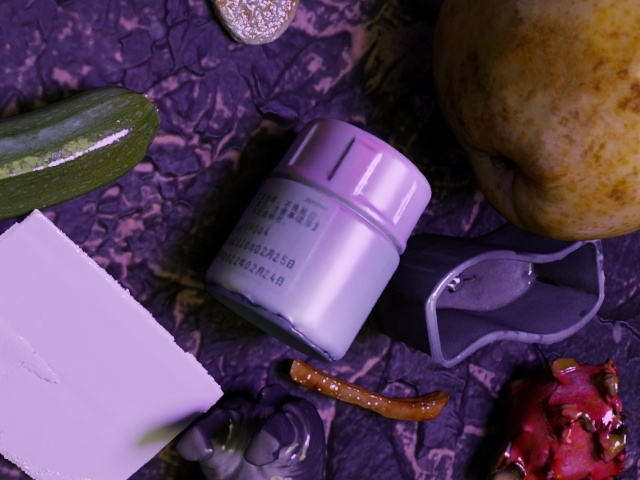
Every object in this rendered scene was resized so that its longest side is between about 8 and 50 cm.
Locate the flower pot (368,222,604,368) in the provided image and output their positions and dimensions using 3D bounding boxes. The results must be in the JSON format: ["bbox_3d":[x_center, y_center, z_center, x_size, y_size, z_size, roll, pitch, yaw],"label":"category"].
[{"bbox_3d":[0.157,0.045,0.944,0.229,0.108,0.103,-9,104,-32],"label":"flower pot"}]

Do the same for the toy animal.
[{"bbox_3d":[-0.054,0.291,0.832,0.168,0.106,0.343,-39,130,-64],"label":"toy animal"}]

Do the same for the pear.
[{"bbox_3d":[0.245,-0.141,0.855,0.304,0.304,0.303,-8,104,-34],"label":"pear"}]

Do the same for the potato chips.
[{"bbox_3d":[0.046,0.145,0.937,0.204,0.026,0.037,19,85,-35],"label":"potato chips"}]

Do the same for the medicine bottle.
[{"bbox_3d":[0.000,0.000,0.809,0.135,0.135,0.168,39,78,-34],"label":"medicine bottle"}]

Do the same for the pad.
[{"bbox_3d":[-0.193,0.099,0.740,0.156,0.004,0.232,-40,124,-3],"label":"pad"}]

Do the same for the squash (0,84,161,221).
[{"bbox_3d":[-0.212,-0.055,0.691,0.219,0.068,0.077,-19,132,-31],"label":"squash"}]

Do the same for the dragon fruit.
[{"bbox_3d":[0.245,0.213,1.030,0.150,0.133,0.207,45,103,4],"label":"dragon fruit"}]

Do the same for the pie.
[{"bbox_3d":[-0.051,-0.202,0.805,0.085,0.017,0.085,-6,102,-33],"label":"pie"}]
